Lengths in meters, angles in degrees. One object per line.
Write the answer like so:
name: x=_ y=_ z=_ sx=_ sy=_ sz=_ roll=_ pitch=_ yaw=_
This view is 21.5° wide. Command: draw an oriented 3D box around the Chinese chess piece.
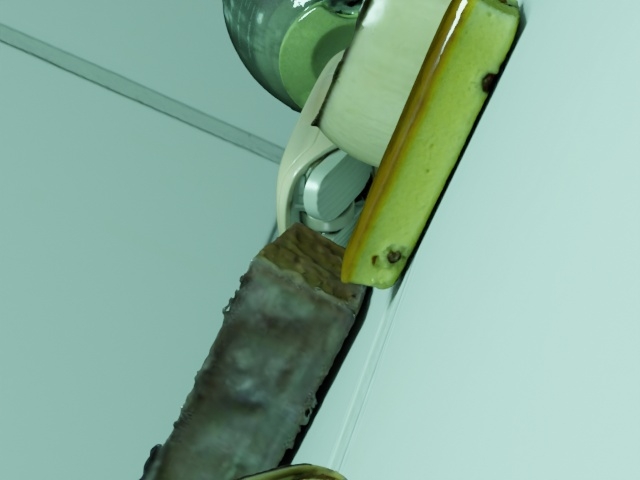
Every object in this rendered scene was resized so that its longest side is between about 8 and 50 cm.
Chinese chess piece: x=0.082 y=-0.181 z=1.419 sx=0.250 sy=0.103 sz=0.250 roll=-156 pitch=90 yaw=-88

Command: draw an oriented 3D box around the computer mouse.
computer mouse: x=0.024 y=-0.080 z=1.580 sx=0.236 sy=0.082 sz=0.145 roll=-67 pitch=-18 yaw=-46

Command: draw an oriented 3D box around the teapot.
teapot: x=-0.002 y=-0.199 z=1.818 sx=0.321 sy=0.239 sz=0.239 roll=-59 pitch=19 yaw=25

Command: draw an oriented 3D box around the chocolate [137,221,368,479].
chocolate: x=-0.059 y=0.136 z=1.450 sx=0.321 sy=0.112 sz=0.112 roll=-65 pitch=-4 yaw=30

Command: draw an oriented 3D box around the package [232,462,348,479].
package: x=-0.093 y=0.264 z=0.994 sx=0.311 sy=0.221 sz=0.165 roll=125 pitch=129 yaw=-64

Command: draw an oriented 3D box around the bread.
bread: x=0.077 y=-0.074 z=1.208 sx=0.088 sy=0.049 sz=0.226 roll=-77 pitch=10 yaw=-72
